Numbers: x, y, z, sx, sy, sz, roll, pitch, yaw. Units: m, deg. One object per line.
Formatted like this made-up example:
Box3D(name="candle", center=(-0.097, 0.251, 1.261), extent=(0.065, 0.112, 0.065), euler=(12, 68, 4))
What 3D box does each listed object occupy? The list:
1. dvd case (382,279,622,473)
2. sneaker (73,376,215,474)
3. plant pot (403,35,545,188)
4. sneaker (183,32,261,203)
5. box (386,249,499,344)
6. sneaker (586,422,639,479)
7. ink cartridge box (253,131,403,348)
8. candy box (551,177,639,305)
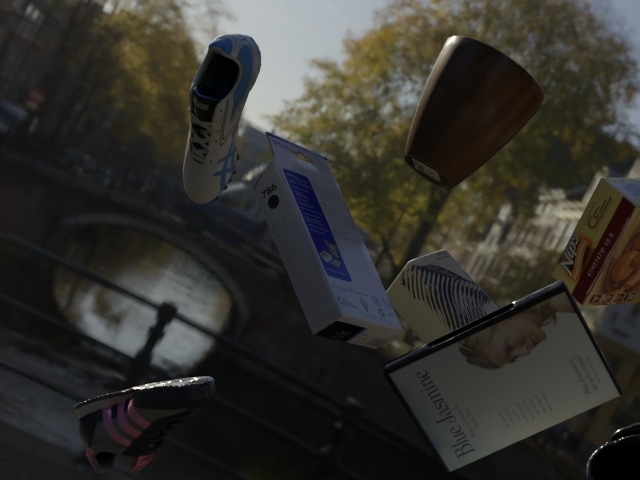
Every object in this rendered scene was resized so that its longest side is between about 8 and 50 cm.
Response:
Box3D(name="dvd case", center=(0.229, 0.176, 1.426), extent=(0.180, 0.253, 0.022), euler=(58, 14, -22))
Box3D(name="sneaker", center=(-0.270, 0.295, 1.802), extent=(0.112, 0.131, 0.319), euler=(-4, -12, -44))
Box3D(name="plant pot", center=(0.259, -0.218, 2.079), extent=(0.215, 0.230, 0.215), euler=(34, -7, 5))
Box3D(name="sneaker", center=(-0.143, -0.156, 1.470), extent=(0.085, 0.237, 0.086), euler=(31, 26, 29))
Box3D(name="box", center=(0.238, 0.149, 1.849), extent=(0.113, 0.094, 0.275), euler=(-18, 59, -46))
Box3D(name="sneaker", center=(0.305, 0.295, 1.232), extent=(0.447, 0.169, 0.257), euler=(-18, -52, 37))
Box3D(name="ink cartridge box", center=(0.000, 0.000, 1.700), extent=(0.165, 0.065, 0.332), euler=(18, 43, -51))
Box3D(name="candy box", center=(0.527, 0.001, 1.753), extent=(0.316, 0.183, 0.087), euler=(0, 36, -34))
